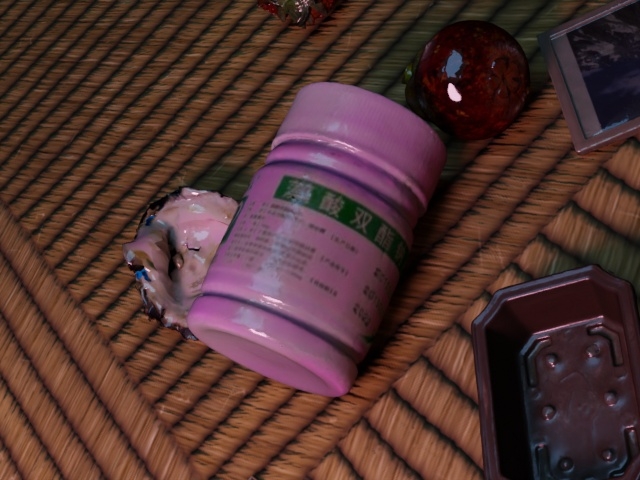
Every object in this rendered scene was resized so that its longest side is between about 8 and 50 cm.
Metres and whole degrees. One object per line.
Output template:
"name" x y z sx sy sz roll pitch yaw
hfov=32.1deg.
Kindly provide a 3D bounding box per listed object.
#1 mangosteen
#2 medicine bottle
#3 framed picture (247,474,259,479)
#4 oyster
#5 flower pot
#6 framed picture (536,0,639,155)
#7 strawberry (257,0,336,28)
"mangosteen" 0.175 -0.188 1.390 0.181 0.156 0.145 -29 71 52
"medicine bottle" 0.000 0.000 1.321 0.212 0.212 0.325 11 67 37
"framed picture" -0.056 0.371 1.251 0.201 0.010 0.136 30 81 41
"oyster" -0.178 0.025 1.509 0.260 0.092 0.198 27 78 32
"flower pot" 0.257 0.160 1.136 0.179 0.084 0.250 -18 52 24
"framed picture" 0.412 -0.230 1.330 0.281 0.019 0.208 -25 51 18
"strawberry" -0.028 -0.391 1.677 0.192 0.085 0.140 33 89 47
